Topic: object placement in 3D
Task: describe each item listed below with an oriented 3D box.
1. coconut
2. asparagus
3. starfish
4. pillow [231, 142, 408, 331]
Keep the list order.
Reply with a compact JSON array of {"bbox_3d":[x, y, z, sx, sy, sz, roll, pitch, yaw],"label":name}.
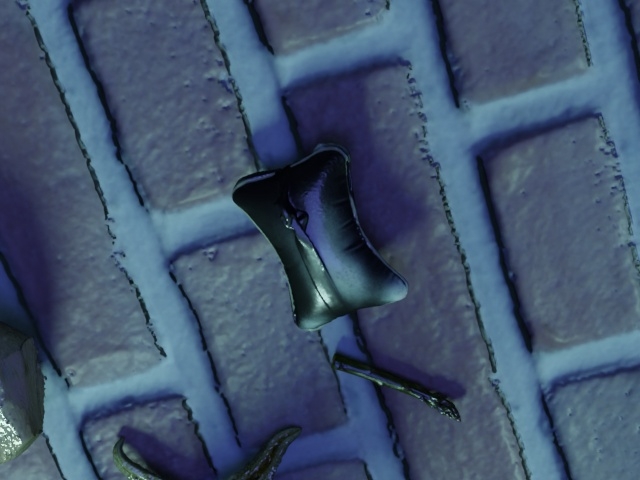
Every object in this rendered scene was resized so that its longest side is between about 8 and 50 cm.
[{"bbox_3d":[-0.264,0.107,0.896,0.110,0.110,0.125,-8,117,5],"label":"coconut"},{"bbox_3d":[0.062,0.116,0.933,0.114,0.014,0.015,22,89,-5],"label":"asparagus"},{"bbox_3d":[-0.084,0.238,0.950,0.223,0.050,0.217,43,94,7],"label":"starfish"},{"bbox_3d":[0.000,-0.001,0.872,0.091,0.055,0.136,-30,110,-7],"label":"pillow"}]
